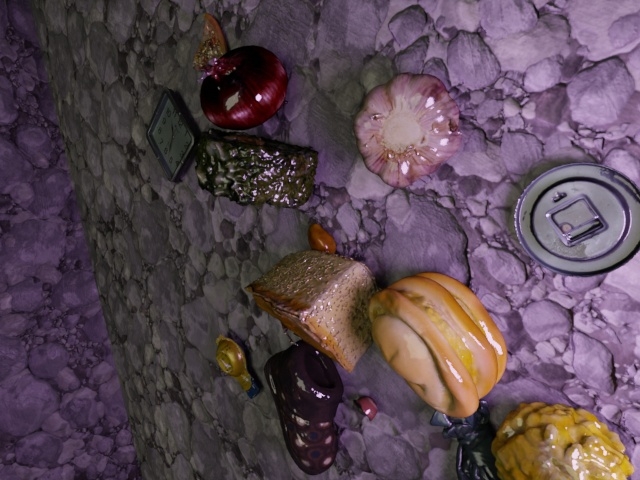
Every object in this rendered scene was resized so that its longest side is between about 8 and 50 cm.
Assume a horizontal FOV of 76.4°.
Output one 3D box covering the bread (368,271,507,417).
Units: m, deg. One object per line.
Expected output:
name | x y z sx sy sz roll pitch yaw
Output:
bread | 0.255 0.203 0.882 0.211 0.270 0.316 -49 61 21

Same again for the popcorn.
popcorn | 0.467 0.435 0.782 0.249 0.225 0.249 8 99 58

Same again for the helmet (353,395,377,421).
helmet | 0.136 0.478 1.179 0.065 0.049 0.084 54 166 -22

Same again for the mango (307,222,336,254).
mango | 0.000 0.000 1.184 0.114 0.060 0.080 57 145 14

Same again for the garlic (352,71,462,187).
garlic | 0.193 -0.244 0.906 0.245 0.160 0.245 6 108 19

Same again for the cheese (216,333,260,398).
cheese | -0.326 0.487 1.572 0.270 0.069 0.177 53 129 16

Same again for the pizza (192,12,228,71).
pizza | -0.395 -0.653 1.391 0.195 0.052 0.185 -34 74 41

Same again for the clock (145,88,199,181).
clock | -0.587 -0.409 1.613 0.279 0.049 0.273 -42 73 39

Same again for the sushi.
sushi | -0.196 -0.204 1.157 0.352 0.294 0.178 24 111 39

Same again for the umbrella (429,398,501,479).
umbrella | 0.382 0.528 0.946 0.143 0.094 0.349 -27 84 46

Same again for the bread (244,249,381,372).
bread | -0.006 0.179 1.109 0.279 0.248 0.315 52 158 -20

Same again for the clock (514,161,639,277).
clock | 0.483 -0.039 0.763 0.215 0.042 0.215 11 107 40

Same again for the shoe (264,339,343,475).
shoe | -0.022 0.500 1.240 0.237 0.171 0.384 -40 66 43

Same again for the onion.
onion | -0.241 -0.450 1.158 0.273 0.285 0.273 -12 66 28
